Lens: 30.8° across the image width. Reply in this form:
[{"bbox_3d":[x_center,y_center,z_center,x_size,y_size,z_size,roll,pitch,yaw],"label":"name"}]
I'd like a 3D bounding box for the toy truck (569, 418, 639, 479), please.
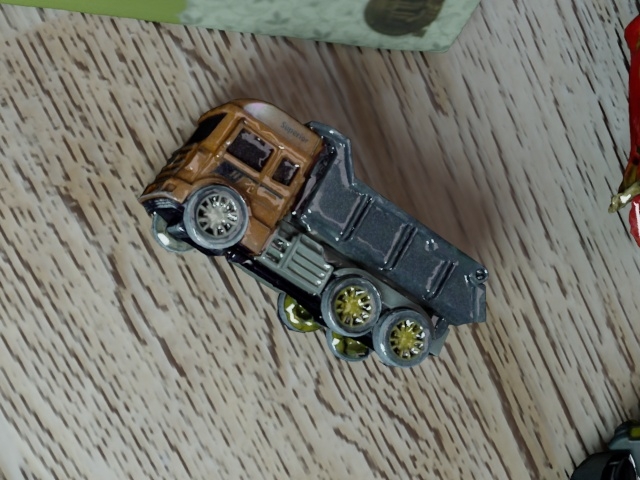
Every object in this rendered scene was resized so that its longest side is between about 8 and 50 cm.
[{"bbox_3d":[0.268,0.194,0.716,0.165,0.147,0.224,-21,94,-48],"label":"toy truck"}]

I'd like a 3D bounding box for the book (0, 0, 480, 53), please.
[{"bbox_3d":[-0.045,-0.190,0.569,0.352,0.239,0.035,2,57,-20],"label":"book"}]

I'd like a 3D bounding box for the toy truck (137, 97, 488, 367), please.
[{"bbox_3d":[0.000,0.000,0.646,0.192,0.083,0.092,34,76,-17],"label":"toy truck"}]

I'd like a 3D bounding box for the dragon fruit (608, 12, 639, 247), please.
[{"bbox_3d":[0.280,-0.092,0.704,0.268,0.210,0.205,-46,120,2],"label":"dragon fruit"}]
